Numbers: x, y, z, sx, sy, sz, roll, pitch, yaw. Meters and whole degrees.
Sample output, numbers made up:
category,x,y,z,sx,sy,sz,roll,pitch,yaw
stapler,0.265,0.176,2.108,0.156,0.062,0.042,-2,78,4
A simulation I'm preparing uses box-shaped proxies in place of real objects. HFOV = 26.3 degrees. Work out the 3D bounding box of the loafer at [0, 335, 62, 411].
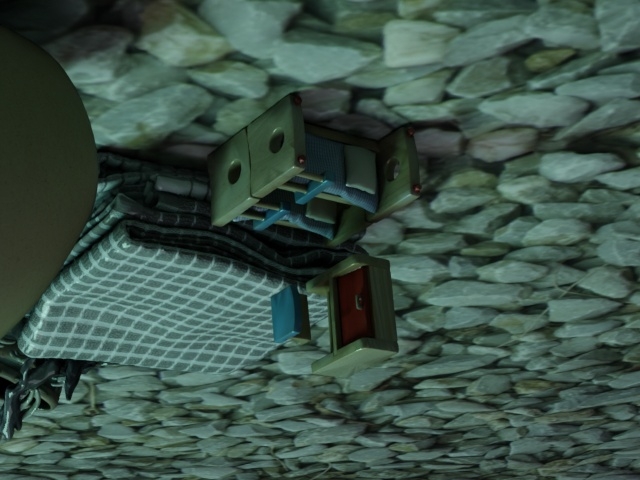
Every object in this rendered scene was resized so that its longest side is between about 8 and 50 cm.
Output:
category,x,y,z,sx,sy,sz,roll,pitch,yaw
loafer,-0.402,0.133,1.479,0.267,0.084,0.096,8,154,-29

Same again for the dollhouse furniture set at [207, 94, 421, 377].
category,x,y,z,sx,sy,sz,roll,pitch,yaw
dollhouse furniture set,0.000,0.000,1.119,0.129,0.184,0.129,11,152,-34

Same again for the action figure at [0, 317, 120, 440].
category,x,y,z,sx,sy,sz,roll,pitch,yaw
action figure,-0.323,0.105,1.348,0.275,0.164,0.141,11,135,-13

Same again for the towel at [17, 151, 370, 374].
category,x,y,z,sx,sy,sz,roll,pitch,yaw
towel,-0.124,0.033,1.254,0.283,0.121,0.235,11,152,-33

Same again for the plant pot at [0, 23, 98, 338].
category,x,y,z,sx,sy,sz,roll,pitch,yaw
plant pot,-0.261,-0.045,0.900,0.191,0.284,0.284,-21,170,-37
